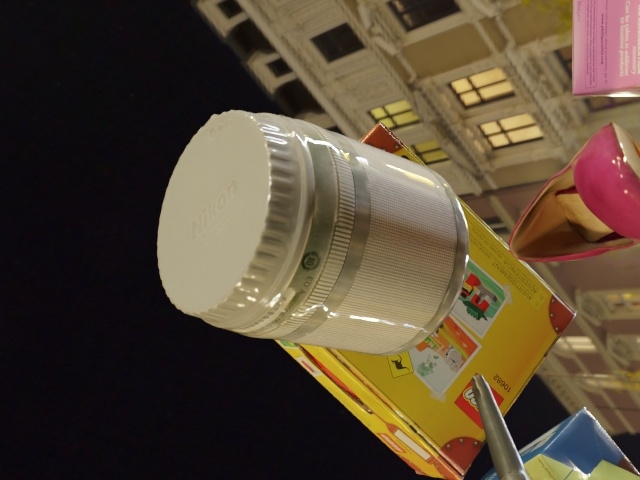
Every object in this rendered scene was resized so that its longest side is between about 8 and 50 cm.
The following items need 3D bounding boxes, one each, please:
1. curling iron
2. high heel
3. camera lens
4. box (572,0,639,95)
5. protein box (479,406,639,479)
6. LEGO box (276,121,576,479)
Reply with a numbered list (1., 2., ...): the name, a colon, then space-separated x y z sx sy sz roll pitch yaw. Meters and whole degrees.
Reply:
1. curling iron: 0.199 0.266 0.789 0.035 0.068 0.274 -6 -123 -14
2. high heel: 0.269 -0.016 0.804 0.127 0.181 0.377 58 -163 13
3. camera lens: 0.000 0.000 0.796 0.274 0.219 0.219 14 -105 -38
4. box: 0.428 -0.217 0.800 0.214 0.243 0.117 -4 -84 -21
5. protein box: 0.328 0.379 1.126 0.200 0.201 0.136 -15 -117 -53
6. LEGO box: 0.137 0.107 1.350 0.500 0.193 0.372 44 -111 -4
